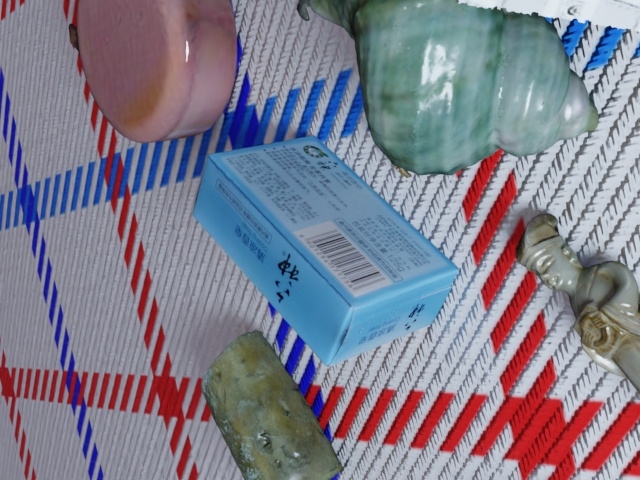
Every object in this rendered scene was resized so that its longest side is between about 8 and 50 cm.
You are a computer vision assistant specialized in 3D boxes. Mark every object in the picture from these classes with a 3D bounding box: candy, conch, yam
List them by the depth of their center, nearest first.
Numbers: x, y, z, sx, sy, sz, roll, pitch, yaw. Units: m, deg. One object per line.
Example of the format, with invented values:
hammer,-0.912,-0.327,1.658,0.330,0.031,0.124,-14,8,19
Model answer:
conch,0.088,-0.150,0.697,0.277,0.220,0.195,26,85,16
yam,-0.064,0.210,1.038,0.194,0.107,0.107,58,138,19
candy,-0.203,-0.239,1.056,0.255,0.094,0.255,19,117,45

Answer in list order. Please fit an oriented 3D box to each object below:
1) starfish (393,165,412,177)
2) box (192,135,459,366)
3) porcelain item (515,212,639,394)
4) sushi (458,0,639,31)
starfish,0.079,-0.100,0.828,0.078,0.028,0.091,25,125,40
box,0.000,0.000,0.862,0.232,0.143,0.083,44,133,31
porcelain item,0.228,0.062,0.686,0.213,0.054,0.084,49,141,28
sushi,0.199,-0.210,0.580,0.201,0.031,0.139,10,113,-1
